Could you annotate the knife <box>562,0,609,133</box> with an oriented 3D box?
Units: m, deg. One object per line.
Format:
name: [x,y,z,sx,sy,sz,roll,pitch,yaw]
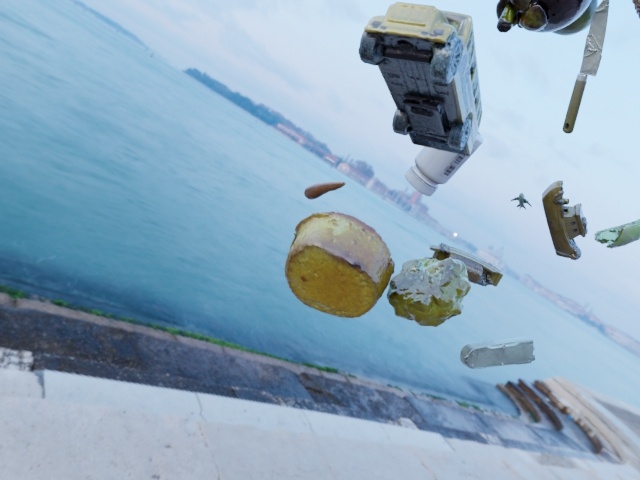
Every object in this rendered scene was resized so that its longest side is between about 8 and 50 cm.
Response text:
knife: [0.587,-0.374,1.035,0.017,0.298,0.047,-17,37,-18]

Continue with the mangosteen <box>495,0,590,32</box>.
mangosteen: [0.719,-0.834,1.530,0.329,0.330,0.330,31,9,-5]

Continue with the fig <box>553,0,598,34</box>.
fig: [0.949,-0.889,1.836,0.203,0.225,0.203,55,-6,9]

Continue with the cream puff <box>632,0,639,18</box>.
cream puff: [0.621,-0.418,0.778,0.240,0.240,0.163,25,-9,-38]

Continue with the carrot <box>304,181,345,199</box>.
carrot: [0.014,-0.166,1.502,0.048,0.048,0.216,27,-19,-29]

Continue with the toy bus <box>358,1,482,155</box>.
toy bus: [0.167,-0.231,0.692,0.121,0.123,0.335,21,-5,25]

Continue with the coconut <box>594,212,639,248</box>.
coconut: [0.760,-0.025,1.165,0.055,0.133,0.158,58,19,7]

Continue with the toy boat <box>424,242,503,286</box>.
toy boat: [0.547,0.101,1.800,0.310,0.090,0.115,24,26,-2]

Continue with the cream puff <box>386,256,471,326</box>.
cream puff: [0.368,0.176,1.565,0.185,0.281,0.282,54,-3,-29]

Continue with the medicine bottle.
medicine bottle: [0.298,-0.205,1.148,0.102,0.187,0.103,28,30,-18]

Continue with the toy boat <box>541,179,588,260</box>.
toy boat: [0.847,-0.068,1.621,0.121,0.089,0.321,-5,-51,36]

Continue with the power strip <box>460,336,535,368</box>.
power strip: [0.561,0.359,1.492,0.285,0.080,0.048,-2,7,-22]

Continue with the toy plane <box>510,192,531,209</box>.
toy plane: [0.760,-0.152,1.777,0.080,0.033,0.083,26,-29,37]

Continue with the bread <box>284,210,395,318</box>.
bread: [0.047,0.087,1.518,0.358,0.337,0.204,25,35,8]
